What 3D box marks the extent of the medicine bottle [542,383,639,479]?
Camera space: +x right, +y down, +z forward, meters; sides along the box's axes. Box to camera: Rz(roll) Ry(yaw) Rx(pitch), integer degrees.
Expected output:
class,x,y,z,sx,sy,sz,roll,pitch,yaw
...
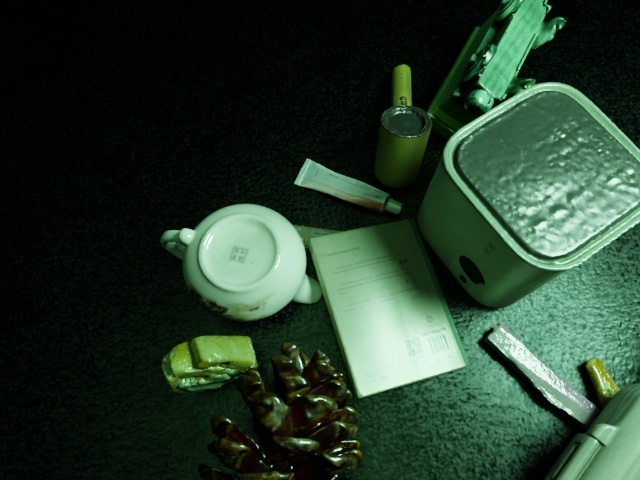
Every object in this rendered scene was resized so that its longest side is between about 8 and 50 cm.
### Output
class,x,y,z,sx,sy,sz,roll,pitch,yaw
medicine bottle,0.451,0.401,0.630,0.282,0.123,0.375,40,82,9

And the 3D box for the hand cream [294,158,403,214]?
class,x,y,z,sx,sy,sz,roll,pitch,yaw
hand cream,0.055,-0.096,0.889,0.216,0.038,0.052,23,48,16

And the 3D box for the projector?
class,x,y,z,sx,sy,sz,roll,pitch,yaw
projector,0.325,-0.060,0.749,0.248,0.249,0.248,-32,72,-9

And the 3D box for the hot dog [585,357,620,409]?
class,x,y,z,sx,sy,sz,roll,pitch,yaw
hot dog,0.470,0.259,0.743,0.044,0.028,0.136,-13,70,-31

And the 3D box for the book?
class,x,y,z,sx,sy,sz,roll,pitch,yaw
book,0.115,0.105,0.794,0.215,0.025,0.282,-10,69,-15

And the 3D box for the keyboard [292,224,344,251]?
class,x,y,z,sx,sy,sz,roll,pitch,yaw
keyboard,0.000,0.000,0.863,0.130,0.015,0.049,7,65,5

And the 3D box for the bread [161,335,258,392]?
class,x,y,z,sx,sy,sz,roll,pitch,yaw
bread,-0.173,0.195,0.722,0.118,0.156,0.064,-38,62,25

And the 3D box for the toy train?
class,x,y,z,sx,sy,sz,roll,pitch,yaw
toy train,0.330,-0.336,0.879,0.120,0.202,0.300,33,73,-7

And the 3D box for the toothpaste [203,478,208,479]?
class,x,y,z,sx,sy,sz,roll,pitch,yaw
toothpaste,-0.247,0.429,0.694,0.194,0.044,0.070,-19,72,-5

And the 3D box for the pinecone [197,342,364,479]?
class,x,y,z,sx,sy,sz,roll,pitch,yaw
pinecone,-0.049,0.294,0.642,0.244,0.243,0.308,1,51,2

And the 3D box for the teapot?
class,x,y,z,sx,sy,sz,roll,pitch,yaw
teapot,-0.138,0.035,0.791,0.299,0.139,0.204,22,74,7

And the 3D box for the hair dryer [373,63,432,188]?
class,x,y,z,sx,sy,sz,roll,pitch,yaw
hair dryer,0.158,-0.242,0.905,0.090,0.134,0.278,5,53,4

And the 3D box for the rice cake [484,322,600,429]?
class,x,y,z,sx,sy,sz,roll,pitch,yaw
rice cake,0.361,0.221,0.757,0.047,0.036,0.207,-44,74,-3
